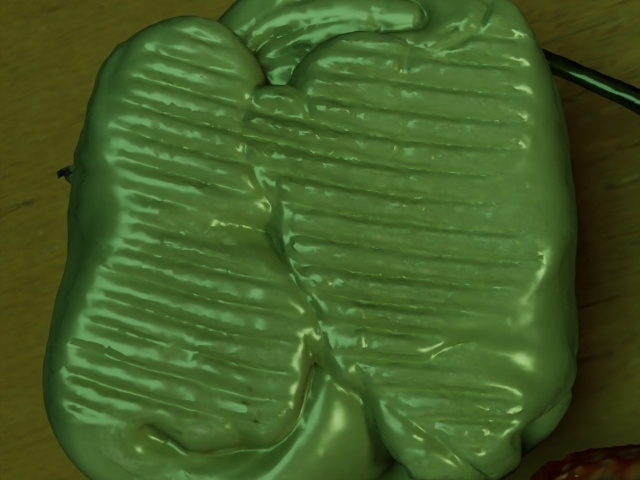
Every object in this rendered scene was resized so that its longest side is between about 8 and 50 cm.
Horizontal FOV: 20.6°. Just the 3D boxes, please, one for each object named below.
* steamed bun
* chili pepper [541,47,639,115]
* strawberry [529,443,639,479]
[{"bbox_3d":[0.000,0.000,1.169,0.342,0.255,0.368,8,90,-1],"label":"steamed bun"},{"bbox_3d":[0.287,-0.034,1.098,0.131,0.134,0.338,-45,63,16],"label":"chili pepper"},{"bbox_3d":[0.229,0.255,1.037,0.351,0.267,0.312,-42,78,-5],"label":"strawberry"}]
